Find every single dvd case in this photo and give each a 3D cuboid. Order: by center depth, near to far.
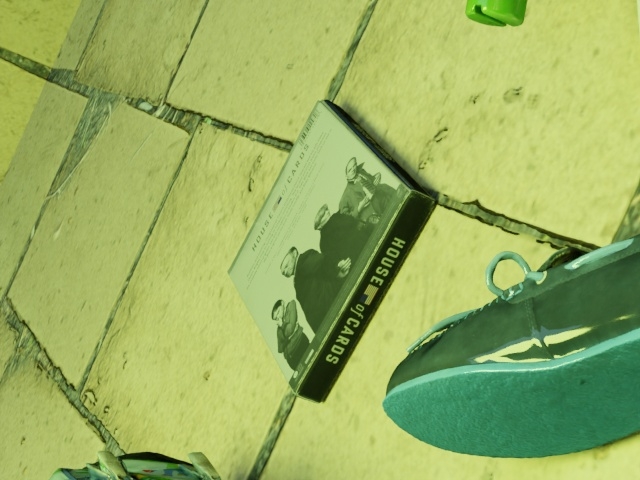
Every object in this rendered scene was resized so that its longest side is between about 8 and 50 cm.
[{"bbox_3d":[0.000,0.000,1.181,0.179,0.030,0.238,-61,24,12],"label":"dvd case"}]

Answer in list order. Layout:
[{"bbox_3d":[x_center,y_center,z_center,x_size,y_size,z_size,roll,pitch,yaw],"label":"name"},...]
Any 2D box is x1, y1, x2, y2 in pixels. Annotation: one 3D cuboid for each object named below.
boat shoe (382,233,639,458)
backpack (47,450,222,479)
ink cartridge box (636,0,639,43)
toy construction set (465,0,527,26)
[{"bbox_3d":[0.146,0.050,0.773,0.258,0.109,0.089,-18,43,39],"label":"boat shoe"},{"bbox_3d":[-0.114,0.278,0.939,0.356,0.273,0.290,12,72,54],"label":"backpack"},{"bbox_3d":[0.230,-0.151,0.790,0.115,0.067,0.198,-42,34,44],"label":"ink cartridge box"},{"bbox_3d":[0.100,-0.235,0.936,0.258,0.309,0.237,-1,83,26],"label":"toy construction set"}]
